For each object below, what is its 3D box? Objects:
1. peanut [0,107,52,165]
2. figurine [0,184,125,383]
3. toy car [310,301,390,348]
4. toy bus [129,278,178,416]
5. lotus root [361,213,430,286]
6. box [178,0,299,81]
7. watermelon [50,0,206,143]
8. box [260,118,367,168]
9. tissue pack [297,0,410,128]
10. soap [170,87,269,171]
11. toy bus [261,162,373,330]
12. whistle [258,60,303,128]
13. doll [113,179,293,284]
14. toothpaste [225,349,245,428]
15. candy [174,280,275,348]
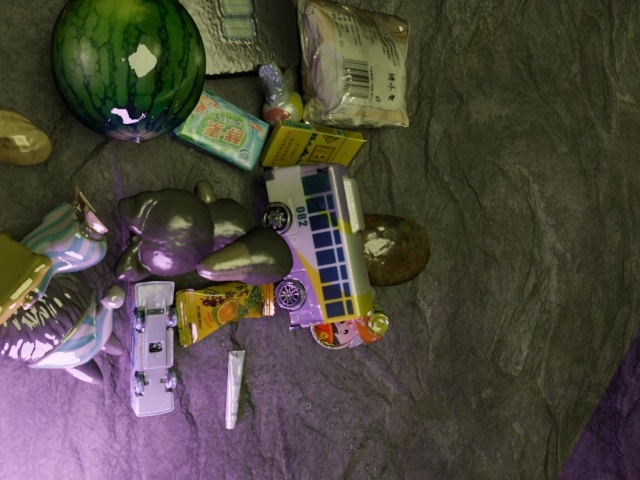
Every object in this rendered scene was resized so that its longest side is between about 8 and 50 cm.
[{"bbox_3d":[-0.735,-0.233,1.247,0.274,0.111,0.125,3,87,-31],"label":"peanut"},{"bbox_3d":[-0.564,0.132,1.314,0.361,0.266,0.378,-41,137,-7],"label":"figurine"},{"bbox_3d":[0.076,0.240,1.743,0.235,0.145,0.235,-1,97,-4],"label":"toy car"},{"bbox_3d":[-0.430,0.262,1.442,0.108,0.136,0.330,0,93,-32],"label":"toy bus"},{"bbox_3d":[0.213,0.028,1.780,0.314,0.142,0.210,3,70,-37],"label":"lotus root"},{"bbox_3d":[-0.237,-0.611,1.531,0.359,0.091,0.351,-14,99,-29],"label":"box"},{"bbox_3d":[-0.426,-0.399,1.294,0.363,0.363,0.364,-2,94,-30],"label":"watermelon"},{"bbox_3d":[-0.021,-0.264,1.651,0.278,0.153,0.041,4,50,-30],"label":"box"},{"bbox_3d":[0.108,-0.511,1.680,0.389,0.195,0.376,0,89,-31],"label":"tissue pack"},{"bbox_3d":[-0.273,-0.297,1.534,0.293,0.077,0.156,23,81,-29],"label":"soap"},{"bbox_3d":[0.000,0.000,1.565,0.249,0.209,0.440,-10,89,15],"label":"toy bus"},{"bbox_3d":[-0.117,-0.385,1.571,0.123,0.122,0.223,-44,142,-21],"label":"whistle"},{"bbox_3d":[-0.287,-0.017,1.375,0.382,0.378,0.253,-10,100,-40],"label":"doll"},{"bbox_3d":[-0.245,0.422,1.624,0.052,0.033,0.218,6,87,-35],"label":"toothpaste"},{"bbox_3d":[-0.253,0.167,1.556,0.297,0.081,0.187,-16,121,-32],"label":"candy"}]
